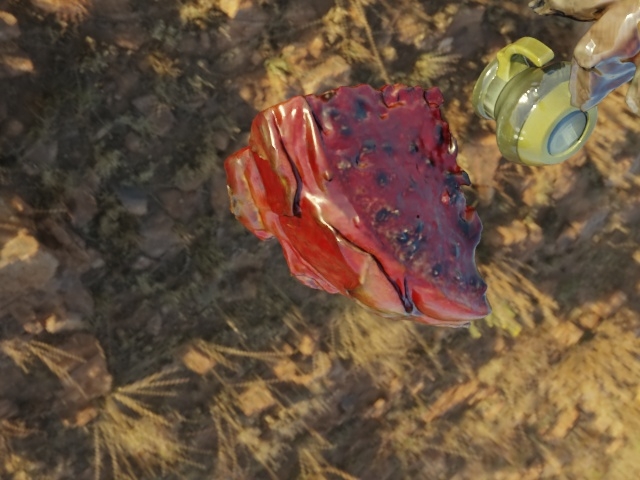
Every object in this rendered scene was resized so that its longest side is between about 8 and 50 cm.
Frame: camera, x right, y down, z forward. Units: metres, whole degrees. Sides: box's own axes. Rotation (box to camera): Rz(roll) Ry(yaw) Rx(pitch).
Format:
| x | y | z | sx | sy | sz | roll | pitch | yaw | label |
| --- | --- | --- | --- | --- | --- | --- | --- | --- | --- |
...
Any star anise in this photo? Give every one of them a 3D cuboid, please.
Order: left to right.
| x | y | z | sx | sy | sz | roll | pitch | yaw | label |
| --- | --- | --- | --- | --- | --- | --- | --- | --- | --- |
| 0.185 | -0.138 | 0.442 | 0.065 | 0.182 | 0.195 | -13 | 133 | -32 | star anise |

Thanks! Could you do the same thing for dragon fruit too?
| x | y | z | sx | sy | sz | roll | pitch | yaw | label |
| --- | --- | --- | --- | --- | --- | --- | --- | --- | --- |
| -0.007 | 0.003 | 0.959 | 0.228 | 0.329 | 0.286 | -18 | 92 | -43 | dragon fruit |

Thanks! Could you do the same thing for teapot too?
| x | y | z | sx | sy | sz | roll | pitch | yaw | label |
| --- | --- | --- | --- | --- | --- | --- | --- | --- | --- |
| 0.240 | -0.164 | 0.948 | 0.130 | 0.119 | 0.166 | -34 | 142 | -7 | teapot |
